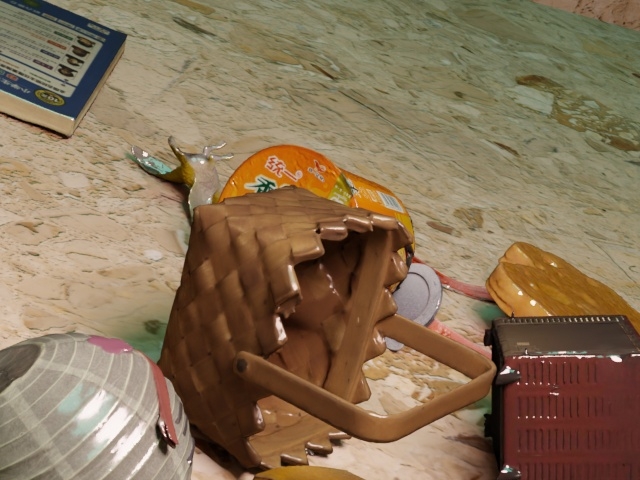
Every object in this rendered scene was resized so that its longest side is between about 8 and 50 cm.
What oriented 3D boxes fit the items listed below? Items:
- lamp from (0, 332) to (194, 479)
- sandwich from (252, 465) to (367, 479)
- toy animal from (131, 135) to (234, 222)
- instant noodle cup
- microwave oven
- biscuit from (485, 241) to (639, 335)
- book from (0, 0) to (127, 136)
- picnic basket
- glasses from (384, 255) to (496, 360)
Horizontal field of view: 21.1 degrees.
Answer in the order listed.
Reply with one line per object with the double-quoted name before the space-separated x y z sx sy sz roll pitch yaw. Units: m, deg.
"lamp" -0.223 0.198 1.529 0.233 0.233 0.265 13 12 -23
"sandwich" 0.040 0.304 1.705 0.258 0.094 0.096 31 29 12
"toy animal" -0.149 -0.086 2.361 0.155 0.095 0.219 4 31 -30
"instant noodle cup" 0.000 0.000 2.181 0.230 0.230 0.182 37 17 29
"microwave oven" 0.280 0.194 1.975 0.178 0.188 0.247 2 9 2
"biscuit" 0.375 0.122 2.411 0.351 0.057 0.312 31 19 -13
"book" -0.464 -0.290 2.566 0.300 0.039 0.428 22 23 -4
"picnic basket" 0.004 0.106 1.840 0.321 0.291 0.254 26 22 29
"glasses" 0.171 0.099 2.341 0.268 0.118 0.234 33 14 -33
